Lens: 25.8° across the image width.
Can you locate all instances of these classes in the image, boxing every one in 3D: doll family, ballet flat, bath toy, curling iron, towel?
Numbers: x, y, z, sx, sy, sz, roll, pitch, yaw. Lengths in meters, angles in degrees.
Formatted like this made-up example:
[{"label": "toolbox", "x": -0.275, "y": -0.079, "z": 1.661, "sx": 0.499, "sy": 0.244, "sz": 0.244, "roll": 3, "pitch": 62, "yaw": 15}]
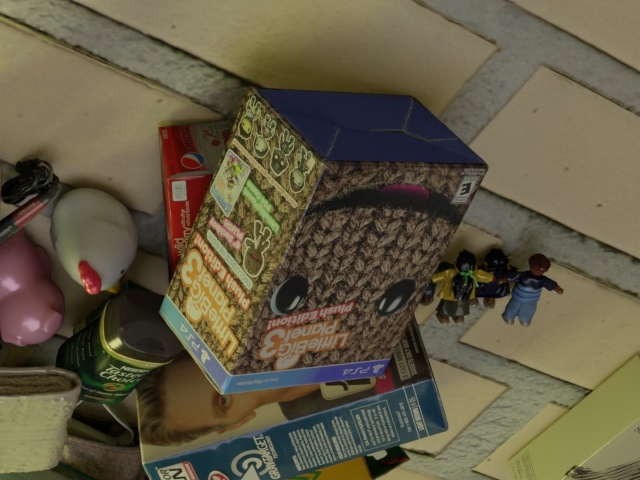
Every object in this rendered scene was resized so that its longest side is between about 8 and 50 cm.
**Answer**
[{"label": "doll family", "x": 0.198, "y": 0.049, "z": 1.701, "sx": 0.193, "sy": 0.076, "sz": 0.111, "roll": -1, "pitch": 130, "yaw": -16}, {"label": "ballet flat", "x": -0.341, "y": 0.218, "z": 1.764, "sx": 0.316, "sy": 0.107, "sz": 0.106, "roll": 31, "pitch": 102, "yaw": -40}, {"label": "bath toy", "x": -0.354, "y": 0.070, "z": 1.580, "sx": 0.348, "sy": 0.129, "sz": 0.151, "roll": -27, "pitch": 132, "yaw": 15}, {"label": "curling iron", "x": -0.383, "y": 0.009, "z": 1.523, "sx": 0.274, "sy": 0.068, "sz": 0.035, "roll": -42, "pitch": 131, "yaw": 11}, {"label": "towel", "x": -0.425, "y": 0.210, "z": 1.597, "sx": 0.282, "sy": 0.049, "sz": 0.187, "roll": 1, "pitch": 143, "yaw": -20}]

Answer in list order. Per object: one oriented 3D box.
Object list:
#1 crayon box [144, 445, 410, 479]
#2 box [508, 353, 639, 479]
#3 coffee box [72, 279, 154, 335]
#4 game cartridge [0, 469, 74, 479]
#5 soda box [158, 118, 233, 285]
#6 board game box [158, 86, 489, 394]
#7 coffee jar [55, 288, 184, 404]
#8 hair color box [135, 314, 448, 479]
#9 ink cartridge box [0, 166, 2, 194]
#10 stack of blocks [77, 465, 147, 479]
[{"label": "crayon box", "x": -0.061, "y": 0.289, "z": 1.766, "sx": 0.318, "sy": 0.202, "sz": 0.081, "roll": -23, "pitch": 98, "yaw": -7}, {"label": "box", "x": 0.397, "y": 0.285, "z": 1.949, "sx": 0.113, "sy": 0.094, "sz": 0.275, "roll": 22, "pitch": 127, "yaw": -29}, {"label": "coffee box", "x": -0.200, "y": 0.128, "z": 1.725, "sx": 0.184, "sy": 0.040, "sz": 0.113, "roll": 32, "pitch": 121, "yaw": -34}, {"label": "game cartridge", "x": -0.366, "y": 0.359, "z": 1.818, "sx": 0.297, "sy": 0.062, "sz": 0.198, "roll": 14, "pitch": 138, "yaw": 25}, {"label": "soda box", "x": -0.131, "y": -0.006, "z": 1.567, "sx": 0.083, "sy": 0.092, "sz": 0.263, "roll": -7, "pitch": 135, "yaw": -10}, {"label": "board game box", "x": 0.000, "y": 0.000, "z": 1.478, "sx": 0.232, "sy": 0.141, "sz": 0.291, "roll": -2, "pitch": 128, "yaw": -40}, {"label": "coffee jar", "x": -0.226, "y": 0.122, "z": 1.594, "sx": 0.096, "sy": 0.079, "sz": 0.184, "roll": 16, "pitch": 147, "yaw": -27}, {"label": "hair color box", "x": -0.040, "y": 0.182, "z": 1.661, "sx": 0.347, "sy": 0.174, "sz": 0.105, "roll": -17, "pitch": 132, "yaw": 2}, {"label": "ink cartridge box", "x": -0.443, "y": 0.008, "z": 1.479, "sx": 0.218, "sy": 0.159, "sz": 0.092, "roll": -32, "pitch": 132, "yaw": 21}, {"label": "stack of blocks", "x": -0.238, "y": 0.431, "z": 1.984, "sx": 0.171, "sy": 0.087, "sz": 0.297, "roll": -7, "pitch": 135, "yaw": -4}]
